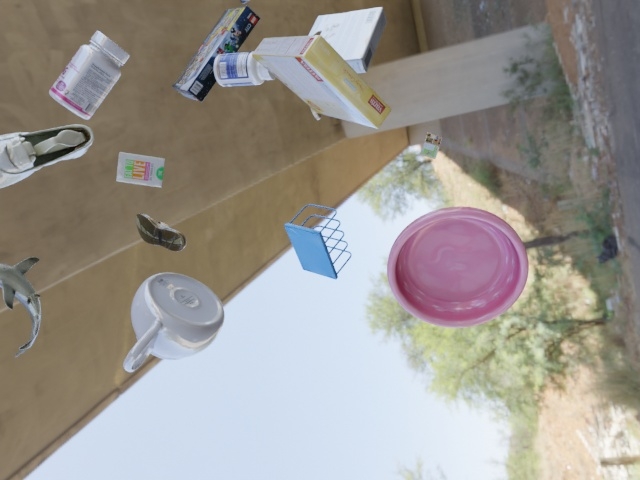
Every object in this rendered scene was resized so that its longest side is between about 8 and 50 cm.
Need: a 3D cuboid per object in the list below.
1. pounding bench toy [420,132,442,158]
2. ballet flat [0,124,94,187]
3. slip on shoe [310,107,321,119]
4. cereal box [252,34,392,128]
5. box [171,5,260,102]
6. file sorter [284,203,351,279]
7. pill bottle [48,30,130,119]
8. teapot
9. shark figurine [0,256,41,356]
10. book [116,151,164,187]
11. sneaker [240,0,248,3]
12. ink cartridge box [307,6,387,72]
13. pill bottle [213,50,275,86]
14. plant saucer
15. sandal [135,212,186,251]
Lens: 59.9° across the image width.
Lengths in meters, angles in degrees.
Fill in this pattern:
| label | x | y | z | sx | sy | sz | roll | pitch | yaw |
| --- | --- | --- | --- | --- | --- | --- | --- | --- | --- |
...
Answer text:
| label | x | y | z | sx | sy | sz | roll | pitch | yaw |
| --- | --- | --- | --- | --- | --- | --- | --- | --- | --- |
| pounding bench toy | 0.358 | -0.316 | 1.769 | 0.083 | 0.052 | 0.065 | 101 | -169 | -47 |
| ballet flat | -0.825 | -0.262 | 1.598 | 0.400 | 0.139 | 0.139 | -39 | -61 | -51 |
| slip on shoe | -0.020 | -0.405 | 1.600 | 0.135 | 0.041 | 0.051 | 58 | -173 | -44 |
| cereal box | -0.004 | -0.270 | 0.936 | 0.173 | 0.047 | 0.240 | 36 | 179 | -32 |
| box | -0.247 | -0.435 | 1.296 | 0.044 | 0.233 | 0.159 | 35 | 179 | -31 |
| file sorter | 0.000 | 0.000 | 1.506 | 0.104 | 0.118 | 0.170 | -51 | -42 | -31 |
| pill bottle | -0.819 | -0.591 | 1.986 | 0.283 | 0.160 | 0.160 | -54 | -25 | 2 |
| teapot | -0.384 | 0.219 | 1.430 | 0.256 | 0.187 | 0.252 | 17 | -155 | -37 |
| shark figurine | -0.804 | 0.155 | 1.471 | 0.166 | 0.116 | 0.278 | -45 | -58 | -50 |
| book | -0.595 | -0.234 | 1.840 | 0.035 | 0.144 | 0.096 | -137 | 55 | -66 |
| sneaker | -0.197 | -0.598 | 1.312 | 0.061 | 0.065 | 0.158 | 57 | -164 | 10 |
| ink cartridge box | 0.068 | -0.646 | 1.817 | 0.060 | 0.238 | 0.275 | 61 | -139 | -47 |
| pill bottle | -0.152 | -0.352 | 1.140 | 0.067 | 0.120 | 0.067 | 3 | -90 | -69 |
| plant saucer | 0.330 | 0.059 | 1.359 | 0.084 | 0.332 | 0.332 | -74 | -31 | -59 |
| sandal | -0.412 | -0.021 | 1.449 | 0.049 | 0.180 | 0.072 | -26 | -49 | -56 |
